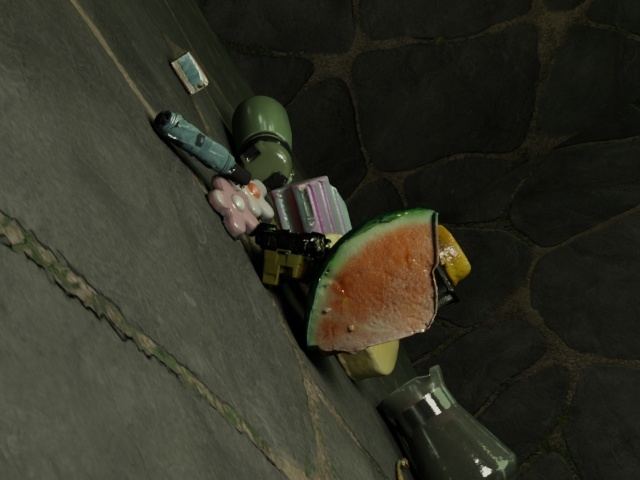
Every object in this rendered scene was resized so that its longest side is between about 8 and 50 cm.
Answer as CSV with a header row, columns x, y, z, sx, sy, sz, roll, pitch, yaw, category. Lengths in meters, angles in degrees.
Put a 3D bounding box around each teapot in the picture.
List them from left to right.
x,y,z,sx,sy,sz,roll,pitch,yaw,category
0.317,0.525,1.989,0.344,0.253,0.300,57,-29,18,teapot

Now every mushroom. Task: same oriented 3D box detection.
x,y,z,sx,sy,sz,roll,pitch,yaw,category
0.179,0.530,1.730,0.286,0.028,0.025,22,81,-80,mushroom

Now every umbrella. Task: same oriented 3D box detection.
x,y,z,sx,sy,sz,roll,pitch,yaw,category
-0.213,-0.170,1.437,0.250,0.053,0.052,33,15,-48,umbrella

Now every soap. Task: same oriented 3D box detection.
x,y,z,sx,sy,sz,roll,pitch,yaw,category
0.000,0.000,1.996,0.193,0.109,0.323,-26,101,-53,soap

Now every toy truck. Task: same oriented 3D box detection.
x,y,z,sx,sy,sz,roll,pitch,yaw,category
-0.055,0.036,1.612,0.257,0.127,0.127,2,97,-81,toy truck

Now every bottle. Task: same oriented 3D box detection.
x,y,z,sx,sy,sz,roll,pitch,yaw,category
-0.155,-0.258,2.099,0.168,0.168,0.347,56,12,-33,bottle

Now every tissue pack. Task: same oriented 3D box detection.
x,y,z,sx,sy,sz,roll,pitch,yaw,category
-0.323,-0.415,1.906,0.094,0.059,0.074,58,4,-19,tissue pack

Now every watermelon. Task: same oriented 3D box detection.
x,y,z,sx,sy,sz,roll,pitch,yaw,category
0.065,0.093,1.541,0.319,0.222,0.292,-2,-85,52,watermelon

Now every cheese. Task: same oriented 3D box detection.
x,y,z,sx,sy,sz,roll,pitch,yaw,category
0.070,0.108,1.871,0.384,0.104,0.383,27,54,-45,cheese

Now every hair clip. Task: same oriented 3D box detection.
x,y,z,sx,sy,sz,roll,pitch,yaw,category
-0.165,-0.078,1.565,0.146,0.075,0.257,64,10,-6,hair clip

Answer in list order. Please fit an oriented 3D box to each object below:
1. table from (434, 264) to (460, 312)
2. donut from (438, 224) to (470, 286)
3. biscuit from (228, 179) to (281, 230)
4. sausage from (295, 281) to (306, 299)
x,y,z,sx,sy,sz,roll,pitch,yaw,category
0.209,0.155,2.293,0.222,0.335,0.272,62,7,17,table
0.374,0.038,2.250,0.174,0.075,0.190,51,10,-50,donut
-0.159,-0.081,1.812,0.172,0.029,0.254,61,5,4,biscuit
-0.047,0.100,1.874,0.028,0.025,0.198,-27,86,-40,sausage
